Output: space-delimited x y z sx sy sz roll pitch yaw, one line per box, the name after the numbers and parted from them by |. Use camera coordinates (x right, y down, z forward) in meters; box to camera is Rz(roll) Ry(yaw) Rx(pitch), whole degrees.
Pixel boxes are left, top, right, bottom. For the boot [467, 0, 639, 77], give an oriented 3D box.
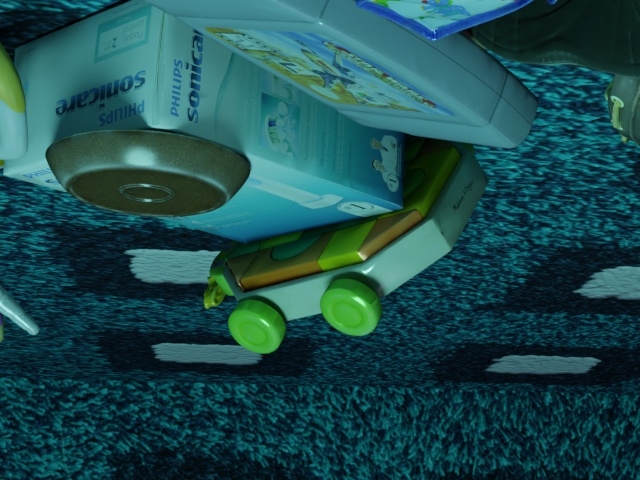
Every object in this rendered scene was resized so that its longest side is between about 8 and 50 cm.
0.222 -0.159 1.009 0.179 0.085 0.236 -4 -160 -35 | boot

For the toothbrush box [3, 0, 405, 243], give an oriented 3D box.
-0.098 -0.099 1.297 0.216 0.126 0.295 -12 161 44 | toothbrush box

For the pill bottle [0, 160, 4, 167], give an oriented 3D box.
-0.332 -0.099 1.470 0.043 0.043 0.083 3 164 -7 | pill bottle

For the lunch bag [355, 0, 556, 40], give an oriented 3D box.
0.101 -0.207 0.880 0.096 0.128 0.151 14 159 -43 | lunch bag

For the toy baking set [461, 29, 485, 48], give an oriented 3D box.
0.064 -0.183 1.161 0.256 0.030 0.197 6 164 -19 | toy baking set

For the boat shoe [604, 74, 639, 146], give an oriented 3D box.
0.288 -0.120 1.190 0.097 0.116 0.324 34 -168 7 | boat shoe

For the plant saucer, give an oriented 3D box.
-0.142 -0.050 1.193 0.168 0.029 0.168 3 165 1 | plant saucer

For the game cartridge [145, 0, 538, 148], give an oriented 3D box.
0.015 -0.147 1.074 0.297 0.062 0.198 26 176 -37 | game cartridge

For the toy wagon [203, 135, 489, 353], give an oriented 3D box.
0.000 0.000 1.446 0.344 0.267 0.068 -14 119 38 | toy wagon

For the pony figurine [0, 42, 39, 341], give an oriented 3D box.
-0.390 -0.067 1.169 0.351 0.302 0.363 18 141 5 | pony figurine
